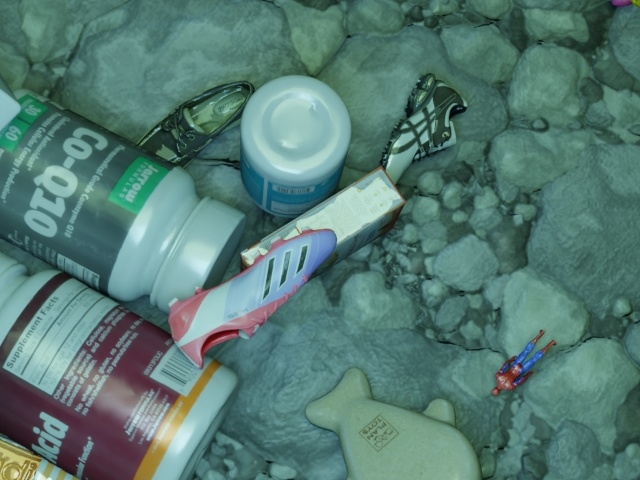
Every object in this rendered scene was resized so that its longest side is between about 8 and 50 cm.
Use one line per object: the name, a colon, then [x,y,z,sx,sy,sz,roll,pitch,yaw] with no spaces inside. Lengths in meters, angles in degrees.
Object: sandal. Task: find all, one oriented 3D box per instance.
sandal: [-0.395,0.324,1.713,0.265,0.076,0.102,19,76,1]

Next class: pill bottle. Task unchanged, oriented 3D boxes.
pill bottle: [-0.039,-0.117,1.746,0.146,0.264,0.146,1,76,-4]
pill bottle: [-0.297,-0.043,1.744,0.361,0.204,0.204,27,76,3]
pill bottle: [-0.325,0.179,1.678,0.392,0.224,0.224,29,76,4]

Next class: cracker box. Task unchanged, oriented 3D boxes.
cracker box: [0.000,0.000,1.775,0.232,0.156,0.067,-31,81,-10]

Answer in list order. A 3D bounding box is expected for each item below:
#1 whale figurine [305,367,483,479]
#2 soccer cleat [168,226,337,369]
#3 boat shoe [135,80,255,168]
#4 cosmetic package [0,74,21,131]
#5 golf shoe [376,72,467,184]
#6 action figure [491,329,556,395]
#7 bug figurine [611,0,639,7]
whale figurine: [0.100,0.300,1.738,0.216,0.141,0.272,-41,57,-12]
soccer cleat: [-0.078,0.070,1.630,0.248,0.083,0.095,-29,72,-5]
boat shoe: [-0.189,-0.166,1.847,0.223,0.073,0.080,-35,81,-11]
cosmetic package: [-0.628,-0.105,1.657,0.453,0.161,0.230,-46,45,4]
golf shoe: [0.149,-0.147,1.862,0.093,0.077,0.198,27,77,3]
action figure: [0.286,0.179,1.814,0.115,0.030,0.038,-43,77,-7]
bug figurine: [0.565,-0.373,1.944,0.216,0.072,0.279,-31,84,-4]
